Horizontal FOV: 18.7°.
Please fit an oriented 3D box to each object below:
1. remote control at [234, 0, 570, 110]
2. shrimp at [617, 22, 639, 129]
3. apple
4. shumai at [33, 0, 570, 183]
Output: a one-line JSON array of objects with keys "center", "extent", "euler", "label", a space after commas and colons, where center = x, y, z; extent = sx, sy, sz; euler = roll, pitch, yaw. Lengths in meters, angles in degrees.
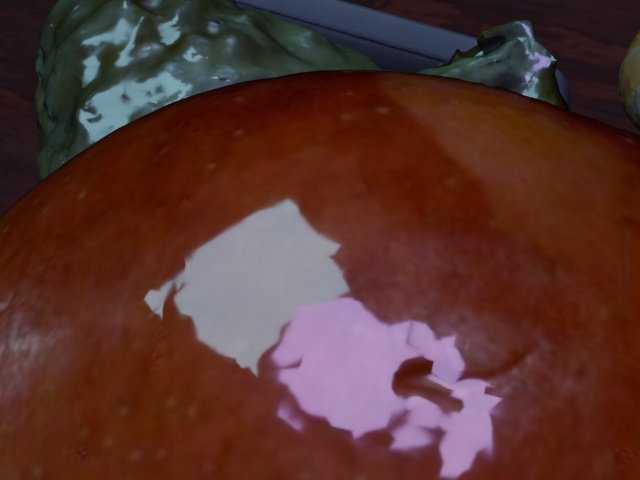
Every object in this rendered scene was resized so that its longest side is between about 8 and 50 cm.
[{"center": [0.002, -0.080, 0.892], "extent": [0.077, 0.245, 0.022], "euler": [130, 147, -53], "label": "remote control"}, {"center": [0.194, -0.105, 0.798], "extent": [0.133, 0.053, 0.236], "euler": [-25, 16, 31], "label": "shrimp"}, {"center": [0.009, 0.084, 0.500], "extent": [0.271, 0.251, 0.206], "euler": [2, 47, 21], "label": "apple"}, {"center": [0.000, 0.000, 0.781], "extent": [0.222, 0.225, 0.261], "euler": [-4, 41, 4], "label": "shumai"}]
